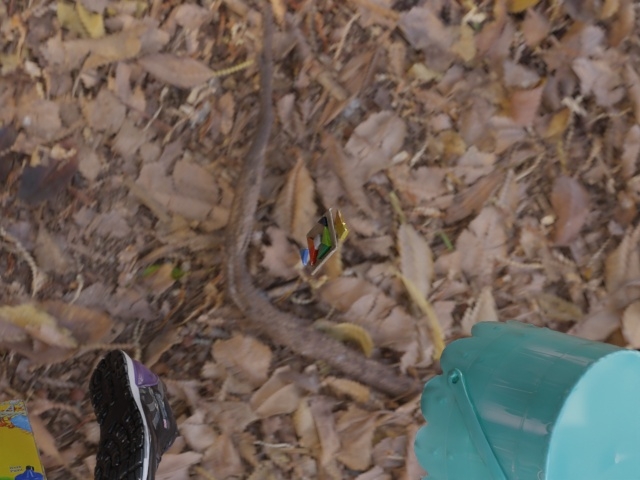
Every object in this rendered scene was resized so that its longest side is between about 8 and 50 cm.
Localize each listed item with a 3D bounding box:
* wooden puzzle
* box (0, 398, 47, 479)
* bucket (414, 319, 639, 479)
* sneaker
[{"bbox_3d":[0.000,0.000,1.483,0.014,0.116,0.078,13,44,-25],"label":"wooden puzzle"},{"bbox_3d":[-0.318,0.269,0.749,0.290,0.279,0.177,-9,113,-19],"label":"box"},{"bbox_3d":[0.264,0.229,1.258,0.281,0.183,0.281,-4,96,-37],"label":"bucket"},{"bbox_3d":[-0.249,0.284,1.605,0.124,0.107,0.283,33,27,-35],"label":"sneaker"}]
